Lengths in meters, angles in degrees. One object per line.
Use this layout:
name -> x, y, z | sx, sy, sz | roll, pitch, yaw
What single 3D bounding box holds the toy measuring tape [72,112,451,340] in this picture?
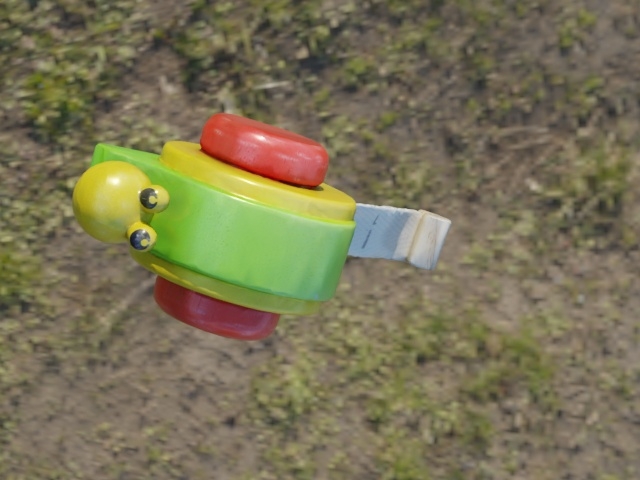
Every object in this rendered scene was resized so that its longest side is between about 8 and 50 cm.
toy measuring tape -> 0.000, 0.000, 0.892 | 0.330, 0.121, 0.121 | 9, 84, -50
